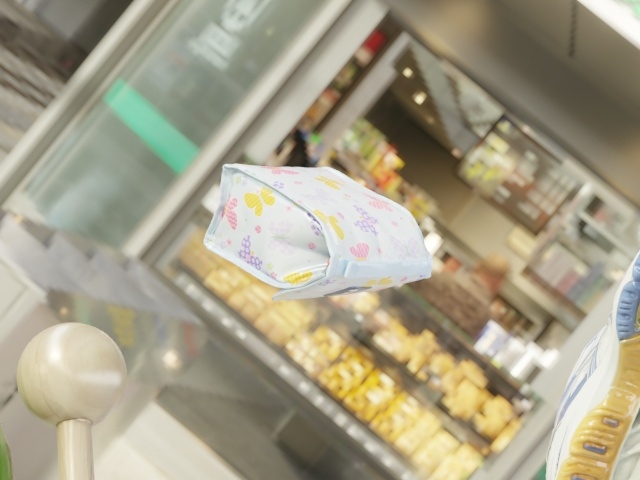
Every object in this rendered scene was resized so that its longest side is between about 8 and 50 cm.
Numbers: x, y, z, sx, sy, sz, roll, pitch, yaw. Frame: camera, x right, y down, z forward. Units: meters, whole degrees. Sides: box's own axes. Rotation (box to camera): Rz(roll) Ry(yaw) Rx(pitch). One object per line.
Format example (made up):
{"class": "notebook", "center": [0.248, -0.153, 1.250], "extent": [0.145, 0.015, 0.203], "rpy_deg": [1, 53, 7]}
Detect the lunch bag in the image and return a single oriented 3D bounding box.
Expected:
{"class": "lunch bag", "center": [0.000, 0.000, 0.650], "extent": [0.083, 0.053, 0.071], "rpy_deg": [27, 20, 39]}

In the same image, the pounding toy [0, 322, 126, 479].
{"class": "pounding toy", "center": [-0.213, 0.102, 0.638], "extent": [0.110, 0.237, 0.183], "rpy_deg": [86, 3, -58]}

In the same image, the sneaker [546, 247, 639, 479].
{"class": "sneaker", "center": [0.241, 0.072, 1.051], "extent": [0.112, 0.296, 0.131], "rpy_deg": [27, 8, -7]}
